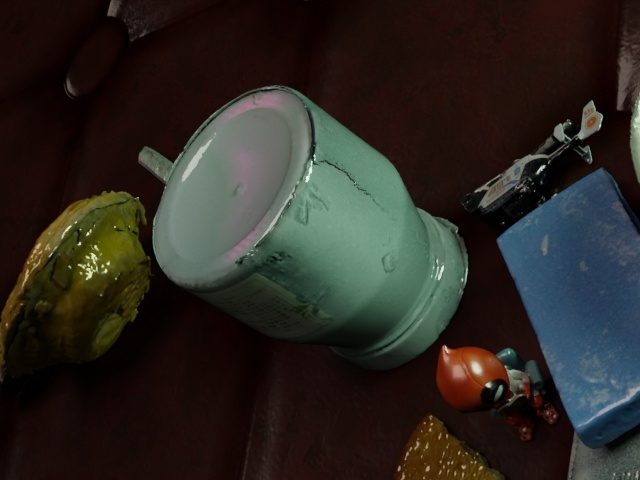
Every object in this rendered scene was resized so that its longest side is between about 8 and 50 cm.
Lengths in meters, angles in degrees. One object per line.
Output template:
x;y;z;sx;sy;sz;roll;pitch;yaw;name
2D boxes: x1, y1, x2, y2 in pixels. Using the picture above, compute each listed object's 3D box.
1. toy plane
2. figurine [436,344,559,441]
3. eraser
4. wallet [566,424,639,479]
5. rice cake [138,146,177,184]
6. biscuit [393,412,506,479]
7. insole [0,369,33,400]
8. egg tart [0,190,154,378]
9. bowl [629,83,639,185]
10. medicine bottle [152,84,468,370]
0.234;-0.074;1.861;0.197;0.053;0.078;-42;31;25;toy plane
0.172;0.144;1.704;0.068;0.140;0.075;-40;41;26;figurine
0.275;0.059;1.689;0.144;0.042;0.312;-35;36;15;eraser
0.327;0.193;1.585;0.222;0.036;0.167;-12;56;42;wallet
-0.199;-0.085;2.349;0.033;0.033;0.207;-58;38;2;rice cake
0.132;0.272;1.750;0.126;0.025;0.206;-52;37;6;biscuit
-0.374;0.092;2.326;0.007;0.109;0.322;31;117;12;insole
-0.309;0.069;2.237;0.116;0.295;0.295;33;91;10;egg tart
0.465;-0.115;1.552;0.337;0.157;0.337;-27;46;32;bowl
0.000;0.000;1.869;0.245;0.290;0.245;-29;45;34;medicine bottle
